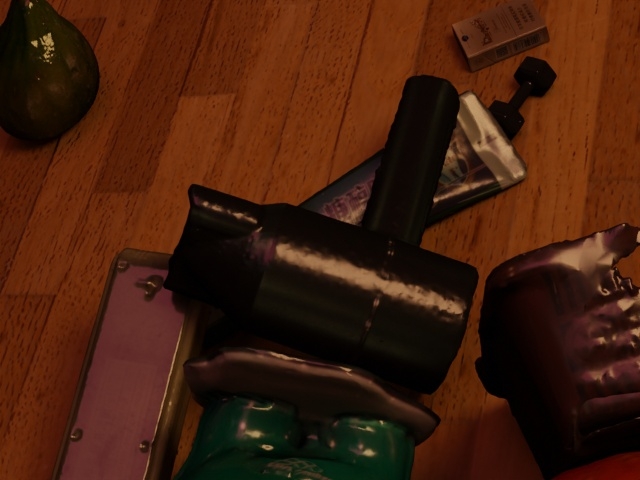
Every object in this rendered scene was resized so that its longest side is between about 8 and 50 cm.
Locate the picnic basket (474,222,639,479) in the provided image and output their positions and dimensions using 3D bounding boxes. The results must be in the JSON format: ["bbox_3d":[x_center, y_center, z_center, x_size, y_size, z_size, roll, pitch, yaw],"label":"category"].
[{"bbox_3d":[0.229,0.099,1.093,0.223,0.297,0.129,-14,67,2],"label":"picnic basket"}]

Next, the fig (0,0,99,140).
[{"bbox_3d":[-0.295,-0.183,1.583,0.123,0.156,0.123,-7,49,8],"label":"fig"}]

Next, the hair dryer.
[{"bbox_3d":[0.020,-0.039,1.310,0.244,0.116,0.302,21,55,-4],"label":"hair dryer"}]

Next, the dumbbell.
[{"bbox_3d":[0.185,-0.132,1.438,0.040,0.036,0.083,23,64,31],"label":"dumbbell"}]

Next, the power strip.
[{"bbox_3d":[-0.169,0.189,1.267,0.092,0.066,0.387,7,66,14],"label":"power strip"}]

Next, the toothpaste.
[{"bbox_3d":[0.000,0.000,1.386,0.392,0.061,0.098,-32,79,-5],"label":"toothpaste"}]

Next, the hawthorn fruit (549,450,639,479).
[{"bbox_3d":[0.212,0.269,0.961,0.284,0.284,0.284,-11,50,13],"label":"hawthorn fruit"}]

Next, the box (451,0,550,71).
[{"bbox_3d":[0.175,-0.203,1.506,0.083,0.024,0.053,-22,48,5],"label":"box"}]

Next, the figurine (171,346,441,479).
[{"bbox_3d":[-0.041,0.267,1.099,0.324,0.231,0.340,12,65,4],"label":"figurine"}]
